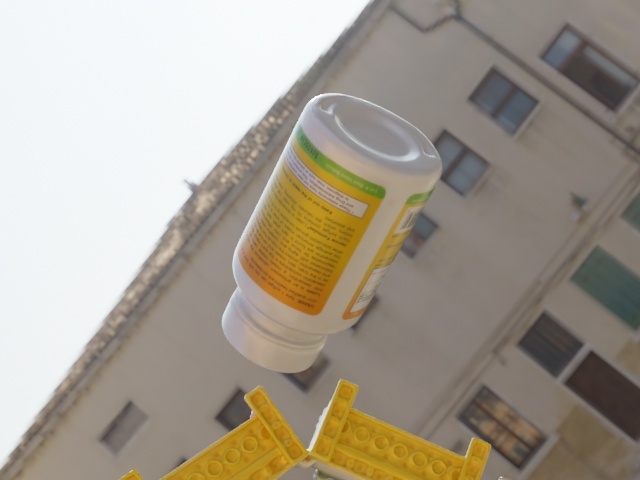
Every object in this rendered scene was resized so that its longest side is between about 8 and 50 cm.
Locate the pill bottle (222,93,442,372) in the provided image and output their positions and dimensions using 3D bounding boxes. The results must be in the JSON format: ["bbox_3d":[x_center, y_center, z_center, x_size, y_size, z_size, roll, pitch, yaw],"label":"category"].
[{"bbox_3d":[0.000,0.000,1.113,0.136,0.136,0.245,-31,-27,-59],"label":"pill bottle"}]

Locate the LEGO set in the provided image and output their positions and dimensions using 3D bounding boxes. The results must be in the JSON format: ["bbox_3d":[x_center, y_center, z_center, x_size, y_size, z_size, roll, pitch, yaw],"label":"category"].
[{"bbox_3d":[-0.005,0.155,0.687,0.287,0.132,0.107,-9,-19,-14],"label":"LEGO set"}]
